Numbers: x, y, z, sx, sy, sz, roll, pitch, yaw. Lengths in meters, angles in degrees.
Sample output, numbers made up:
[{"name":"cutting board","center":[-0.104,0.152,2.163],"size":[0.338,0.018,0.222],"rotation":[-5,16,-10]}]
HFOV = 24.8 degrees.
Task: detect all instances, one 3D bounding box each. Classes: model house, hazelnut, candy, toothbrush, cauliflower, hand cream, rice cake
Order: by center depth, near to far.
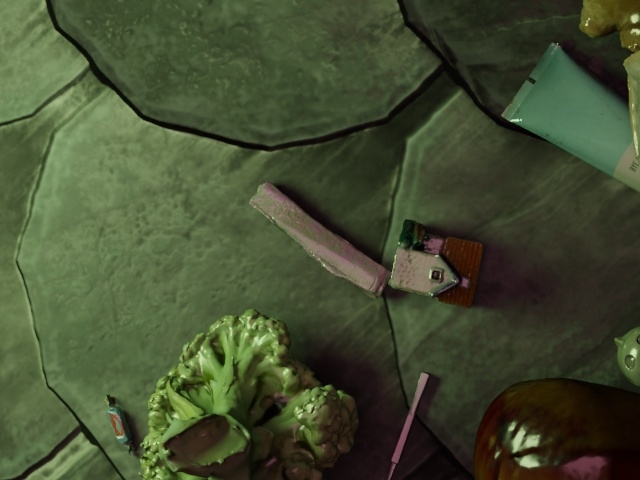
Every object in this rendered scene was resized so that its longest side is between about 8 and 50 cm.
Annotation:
[{"name":"hazelnut","center":[0.284,0.264,1.679],"size":[0.229,0.229,0.229],"rotation":[0,89,12]},{"name":"cauliflower","center":[-0.079,0.247,1.714],"size":[0.260,0.281,0.327],"rotation":[-9,91,-16]},{"name":"hand cream","center":[0.371,-0.108,1.739],"size":[0.312,0.070,0.111],"rotation":[38,98,18]},{"name":"model house","center":[0.141,0.028,1.754],"size":[0.100,0.100,0.088],"rotation":[14,90,10]},{"name":"toothbrush","center":[0.097,0.254,1.803],"size":[0.017,0.014,0.194],"rotation":[23,94,12]},{"name":"rice cake","center":[0.000,0.000,1.817],"size":[0.206,0.036,0.047],"rotation":[38,92,11]},{"name":"candy","center":[-0.258,0.236,1.872],"size":[0.020,0.030,0.083],"rotation":[-22,92,8]}]

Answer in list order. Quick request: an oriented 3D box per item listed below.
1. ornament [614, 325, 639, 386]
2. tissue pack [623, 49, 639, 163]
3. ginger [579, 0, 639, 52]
[{"name":"ornament","center":[0.374,0.132,1.676],"size":[0.081,0.156,0.075],"rotation":[28,94,10]},{"name":"tissue pack","center":[0.511,-0.119,1.594],"size":[0.305,0.238,0.238],"rotation":[-4,88,-3]},{"name":"ginger","center":[0.424,-0.312,1.687],"size":[0.270,0.123,0.219],"rotation":[17,88,17]}]
